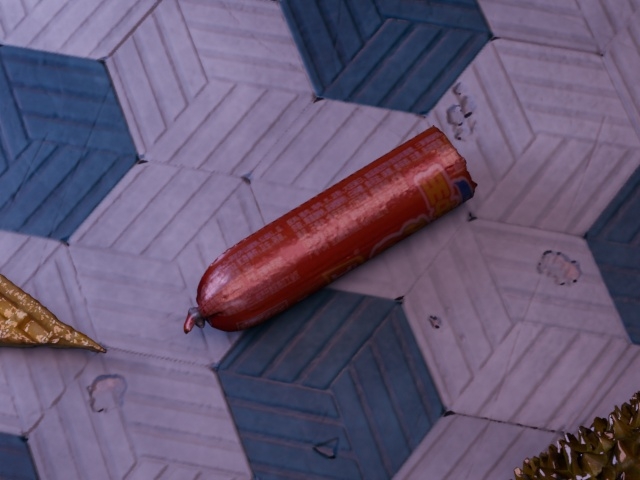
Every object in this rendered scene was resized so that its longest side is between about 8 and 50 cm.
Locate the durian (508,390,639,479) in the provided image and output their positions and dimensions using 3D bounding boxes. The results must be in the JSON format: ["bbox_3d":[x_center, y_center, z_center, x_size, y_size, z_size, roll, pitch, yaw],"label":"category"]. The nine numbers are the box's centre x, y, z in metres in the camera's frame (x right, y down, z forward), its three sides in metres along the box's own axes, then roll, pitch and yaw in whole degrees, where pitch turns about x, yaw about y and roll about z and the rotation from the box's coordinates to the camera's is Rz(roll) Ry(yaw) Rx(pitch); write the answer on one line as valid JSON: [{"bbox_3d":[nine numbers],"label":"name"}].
[{"bbox_3d":[0.253,0.233,1.326,0.293,0.258,0.258,-35,71,-22],"label":"durian"}]

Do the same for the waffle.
[{"bbox_3d":[-0.290,0.083,1.505,0.191,0.032,0.125,37,73,16],"label":"waffle"}]

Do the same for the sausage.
[{"bbox_3d":[0.000,0.000,1.504,0.274,0.074,0.074,-30,71,-9],"label":"sausage"}]
